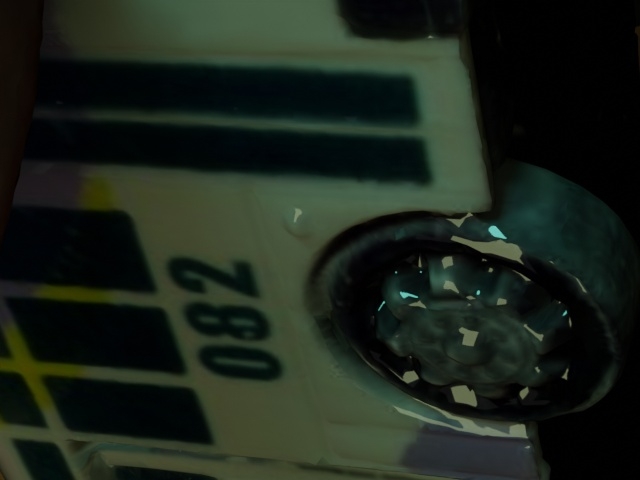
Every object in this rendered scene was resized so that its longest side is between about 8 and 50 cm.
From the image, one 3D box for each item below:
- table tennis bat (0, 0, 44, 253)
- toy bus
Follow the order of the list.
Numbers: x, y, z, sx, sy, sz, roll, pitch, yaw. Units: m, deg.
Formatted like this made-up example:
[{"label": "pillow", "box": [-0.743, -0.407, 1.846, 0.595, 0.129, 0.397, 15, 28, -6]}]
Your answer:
[{"label": "table tennis bat", "box": [-0.169, -0.080, 0.428, 0.268, 0.415, 0.051, -9, 160, 32]}, {"label": "toy bus", "box": [0.000, 0.000, 0.592, 0.249, 0.209, 0.440, 4, 139, 19]}]
